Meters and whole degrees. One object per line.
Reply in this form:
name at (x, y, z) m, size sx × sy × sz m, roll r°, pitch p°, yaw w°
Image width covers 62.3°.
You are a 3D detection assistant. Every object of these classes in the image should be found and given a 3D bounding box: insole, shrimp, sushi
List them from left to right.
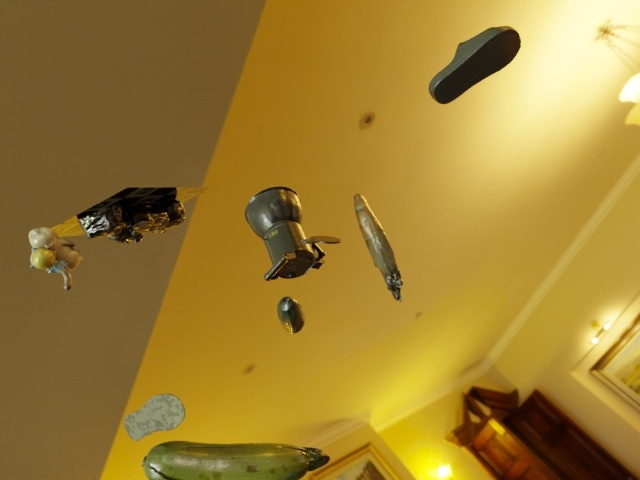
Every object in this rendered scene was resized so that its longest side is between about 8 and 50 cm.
sushi at (-0.283, -0.021, 0.807) m, size 0.192 × 0.050 × 0.215 m, roll -23°, pitch -3°, yaw 21°
insole at (-0.294, 0.311, 0.930) m, size 0.193 × 0.065 × 0.006 m, roll -33°, pitch -10°, yaw 36°
shrimp at (0.139, 0.018, 1.194) m, size 0.051 × 0.262 × 0.198 m, roll -26°, pitch -13°, yaw 10°

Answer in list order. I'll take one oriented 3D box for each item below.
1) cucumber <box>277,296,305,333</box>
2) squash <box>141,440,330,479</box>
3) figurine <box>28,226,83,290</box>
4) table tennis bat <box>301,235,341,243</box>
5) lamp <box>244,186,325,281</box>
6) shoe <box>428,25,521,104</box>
cucumber at (-0.055, 0.134, 0.975) m, size 0.048 × 0.048 × 0.105 m, roll -37°, pitch -25°, yaw -14°
squash at (-0.139, 0.406, 0.937) m, size 0.341 × 0.094 × 0.094 m, roll 7°, pitch -55°, yaw -19°
figurine at (-0.343, 0.024, 0.682) m, size 0.047 × 0.050 × 0.083 m, roll -20°, pitch -37°, yaw 6°
table tennis bat at (0.000, 0.000, 0.927) m, size 0.083 × 0.050 × 0.007 m, roll -6°, pitch -73°, yaw -45°
lamp at (-0.076, 0.002, 1.258) m, size 0.172 × 0.227 × 0.147 m, roll 19°, pitch -55°, yaw -42°
shoe at (0.354, -0.433, 1.268) m, size 0.241 × 0.093 × 0.108 m, roll -36°, pitch -41°, yaw 10°
